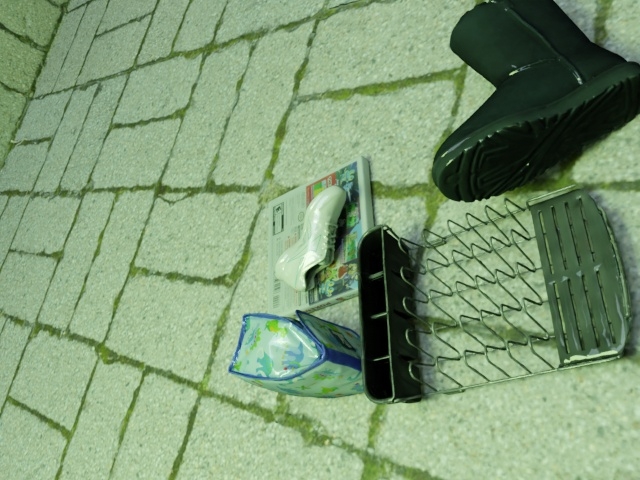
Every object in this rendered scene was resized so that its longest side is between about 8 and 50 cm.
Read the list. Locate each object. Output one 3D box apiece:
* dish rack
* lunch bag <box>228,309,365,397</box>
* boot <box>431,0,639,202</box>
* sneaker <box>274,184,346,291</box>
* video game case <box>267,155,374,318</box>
[{"bbox_3d":[0.168,0.054,0.636,0.271,0.074,0.208,-22,57,34],"label":"dish rack"},{"bbox_3d":[-0.009,0.139,0.720,0.151,0.129,0.096,0,71,44],"label":"lunch bag"},{"bbox_3d":[0.195,-0.168,0.670,0.246,0.094,0.207,-28,50,-1],"label":"boot"},{"bbox_3d":[0.000,0.000,0.808,0.061,0.054,0.152,35,101,38],"label":"sneaker"},{"bbox_3d":[-0.003,0.000,0.861,0.183,0.023,0.201,-23,54,34],"label":"video game case"}]
